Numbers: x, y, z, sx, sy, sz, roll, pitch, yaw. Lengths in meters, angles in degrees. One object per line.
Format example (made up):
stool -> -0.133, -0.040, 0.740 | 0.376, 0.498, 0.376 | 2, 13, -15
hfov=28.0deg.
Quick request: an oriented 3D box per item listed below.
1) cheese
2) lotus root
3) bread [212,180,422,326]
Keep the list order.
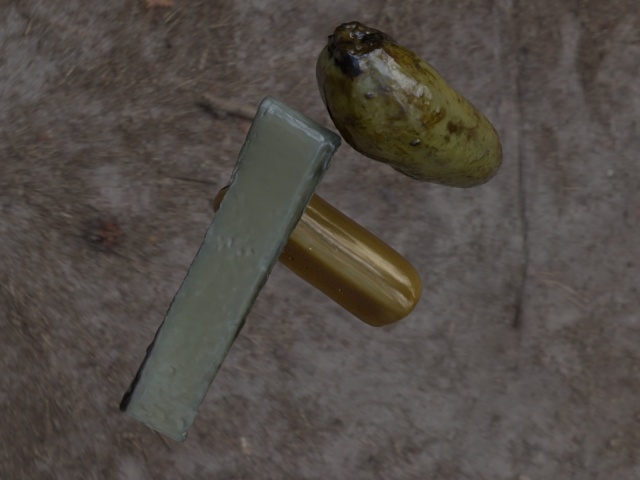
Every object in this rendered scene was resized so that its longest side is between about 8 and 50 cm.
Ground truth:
cheese -> -0.096, 0.042, 1.261 | 0.085, 0.034, 0.400 | 27, 120, -1
lotus root -> 0.084, -0.106, 1.159 | 0.258, 0.110, 0.097 | 30, 82, -46
bread -> 0.000, 0.000, 1.337 | 0.239, 0.092, 0.074 | 36, 61, -19
